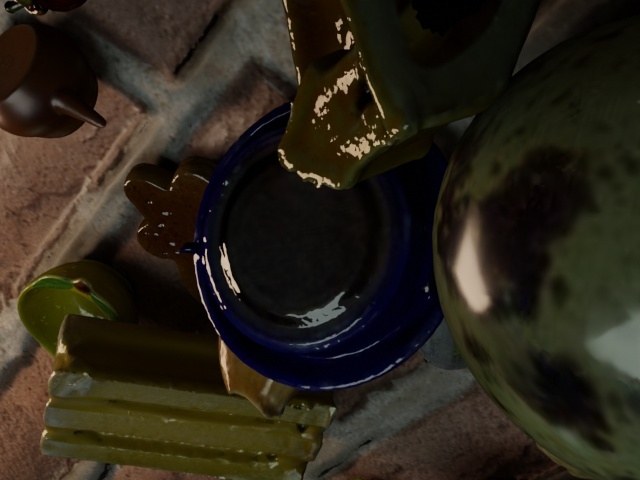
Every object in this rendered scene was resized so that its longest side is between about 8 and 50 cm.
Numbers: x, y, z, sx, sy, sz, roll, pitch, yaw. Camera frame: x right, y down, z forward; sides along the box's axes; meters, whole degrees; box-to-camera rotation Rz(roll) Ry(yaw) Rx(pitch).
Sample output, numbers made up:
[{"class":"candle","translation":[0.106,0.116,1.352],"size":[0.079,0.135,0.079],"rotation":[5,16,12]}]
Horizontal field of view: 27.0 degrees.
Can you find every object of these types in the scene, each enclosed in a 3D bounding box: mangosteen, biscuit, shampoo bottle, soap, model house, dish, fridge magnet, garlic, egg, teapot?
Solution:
[{"class":"mangosteen","translation":[-0.238,-0.237,1.179],"size":[0.081,0.081,0.081],"rotation":[17,140,15]},{"class":"biscuit","translation":[-0.109,0.004,1.403],"size":[0.179,0.039,0.236],"rotation":[-3,132,31]},{"class":"shampoo bottle","translation":[0.134,0.039,1.269],"size":[0.072,0.072,0.214],"rotation":[18,141,13]},{"class":"soap","translation":[-0.151,0.185,1.512],"size":[0.314,0.091,0.199],"rotation":[9,141,-8]},{"class":"model house","translation":[0.034,-0.154,0.974],"size":[0.173,0.268,0.239],"rotation":[36,149,-10]},{"class":"dish","translation":[-0.268,0.074,1.546],"size":[0.148,0.080,0.208],"rotation":[28,143,-1]},{"class":"fridge magnet","translation":[0.000,0.000,1.181],"size":[0.265,0.266,0.112],"rotation":[7,178,25]},{"class":"garlic","translation":[0.004,0.064,1.299],"size":[0.145,0.164,0.245],"rotation":[30,123,-35]},{"class":"egg","translation":[0.291,0.015,0.927],"size":[0.427,0.345,0.345],"rotation":[8,139,8]},{"class":"teapot","translation":[-0.266,-0.147,1.288],"size":[0.173,0.116,0.116],"rotation":[30,152,45]}]

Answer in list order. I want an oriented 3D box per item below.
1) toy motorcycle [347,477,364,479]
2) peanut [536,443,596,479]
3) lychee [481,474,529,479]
[{"class":"toy motorcycle","translation":[0.047,0.439,1.716],"size":[0.206,0.142,0.342],"rotation":[-12,139,-11]},{"class":"peanut","translation":[0.235,0.126,1.264],"size":[0.130,0.130,0.290],"rotation":[4,138,28]},{"class":"lychee","translation":[0.211,0.410,1.478],"size":[0.275,0.275,0.304],"rotation":[-1,102,33]}]
